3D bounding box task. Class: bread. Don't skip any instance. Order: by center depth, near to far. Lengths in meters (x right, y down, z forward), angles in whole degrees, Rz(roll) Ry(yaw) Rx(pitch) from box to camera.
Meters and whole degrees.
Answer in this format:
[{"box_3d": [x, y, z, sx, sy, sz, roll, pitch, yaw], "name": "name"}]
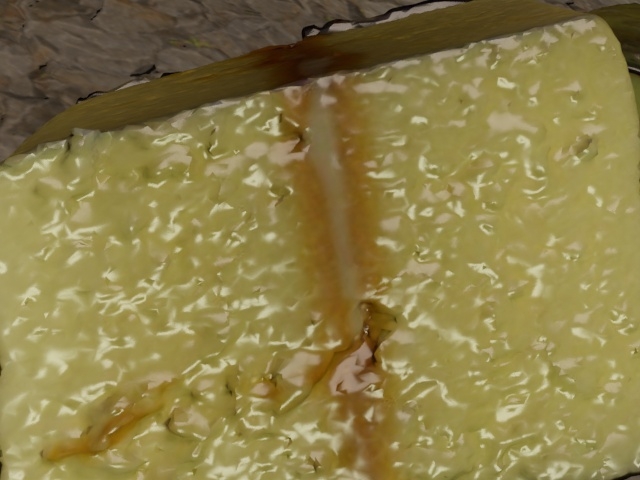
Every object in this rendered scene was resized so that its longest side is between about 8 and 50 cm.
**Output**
[{"box_3d": [0.000, 0.000, 0.878, 0.346, 0.242, 0.405, -10, 7, -7], "name": "bread"}]

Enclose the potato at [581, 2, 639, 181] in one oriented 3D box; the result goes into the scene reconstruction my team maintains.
[{"box_3d": [0.255, -0.120, 1.249, 0.269, 0.112, 0.255, 28, 31, 2], "name": "potato"}]
